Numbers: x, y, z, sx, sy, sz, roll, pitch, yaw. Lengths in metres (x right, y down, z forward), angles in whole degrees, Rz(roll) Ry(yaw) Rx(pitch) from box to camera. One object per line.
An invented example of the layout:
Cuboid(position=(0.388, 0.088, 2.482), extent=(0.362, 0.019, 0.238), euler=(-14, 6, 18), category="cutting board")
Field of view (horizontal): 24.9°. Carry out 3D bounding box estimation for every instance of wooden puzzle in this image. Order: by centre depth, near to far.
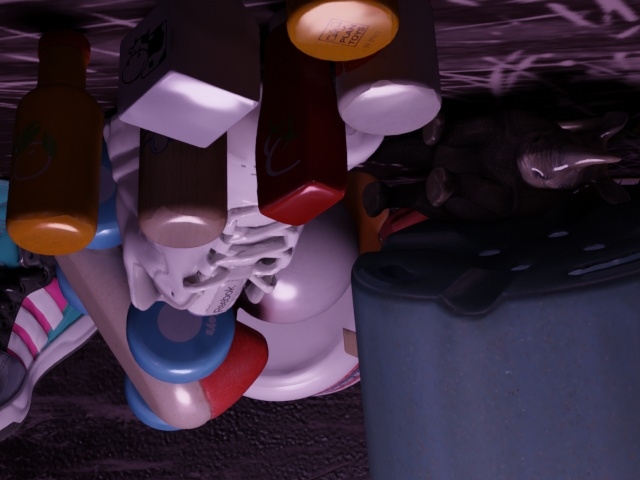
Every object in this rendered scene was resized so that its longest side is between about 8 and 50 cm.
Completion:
Cuboid(position=(0.181, -0.074, 1.020), extent=(0.116, 0.014, 0.078), euler=(-4, 175, 20), category="wooden puzzle")

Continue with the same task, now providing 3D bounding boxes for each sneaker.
Cuboid(position=(-0.041, -0.025, 0.801), extent=(0.111, 0.129, 0.297), euler=(1, 173, -21), category="sneaker")
Cuboid(position=(-0.274, 0.043, 1.169), extent=(0.123, 0.178, 0.295), euler=(-5, -156, 20), category="sneaker")

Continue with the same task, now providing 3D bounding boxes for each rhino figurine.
Cuboid(position=(0.113, -0.048, 0.906), extent=(0.106, 0.073, 0.243), euler=(4, 177, -24), category="rhino figurine")

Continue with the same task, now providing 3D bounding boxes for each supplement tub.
Cuboid(position=(-0.022, 0.056, 1.392), extent=(0.191, 0.191, 0.272), euler=(-3, 175, 9), category="supplement tub")

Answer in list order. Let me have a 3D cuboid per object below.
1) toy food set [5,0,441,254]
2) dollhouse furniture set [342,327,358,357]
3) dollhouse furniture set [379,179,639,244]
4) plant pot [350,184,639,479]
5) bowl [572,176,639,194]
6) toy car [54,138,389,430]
Cuboid(position=(-0.036, -0.076, 0.597), extent=(0.111, 0.105, 0.232), euler=(16, 147, -32), category="toy food set")
Cuboid(position=(0.080, 0.074, 1.223), extent=(0.091, 0.081, 0.114), euler=(20, 178, 29), category="dollhouse furniture set")
Cuboid(position=(0.254, -0.020, 1.167), extent=(0.201, 0.152, 0.374), euler=(3, 155, -45), category="dollhouse furniture set")
Cuboid(position=(0.173, 0.152, 0.979), extent=(0.341, 0.334, 0.341), euler=(-10, -167, 2), category="plant pot")
Cuboid(position=(0.260, -0.012, 1.408), extent=(0.170, 0.080, 0.170), euler=(-2, 176, 0), category="bowl")
Cuboid(position=(-0.065, 0.001, 1.078), extent=(0.238, 0.210, 0.219), euler=(-30, 168, -16), category="toy car")
